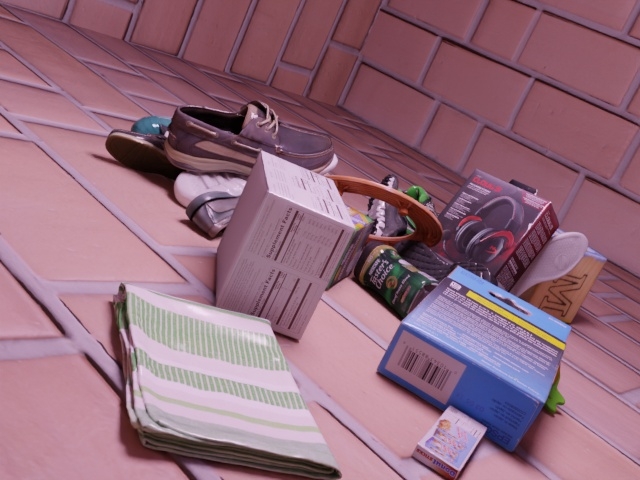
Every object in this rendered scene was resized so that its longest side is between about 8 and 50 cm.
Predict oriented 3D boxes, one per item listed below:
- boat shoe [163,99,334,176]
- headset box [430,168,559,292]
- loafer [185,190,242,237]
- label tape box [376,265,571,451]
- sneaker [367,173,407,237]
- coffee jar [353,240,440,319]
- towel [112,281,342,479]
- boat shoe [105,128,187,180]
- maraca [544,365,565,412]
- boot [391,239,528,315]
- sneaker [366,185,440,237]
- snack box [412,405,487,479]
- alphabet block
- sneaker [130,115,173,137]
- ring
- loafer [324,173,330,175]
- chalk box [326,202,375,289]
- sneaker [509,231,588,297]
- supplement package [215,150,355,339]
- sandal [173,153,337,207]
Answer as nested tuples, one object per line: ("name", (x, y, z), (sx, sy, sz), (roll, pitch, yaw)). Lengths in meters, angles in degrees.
("boat shoe", (-0.138, -0.209, 1.620), (0.355, 0.130, 0.132), (1, 40, -15))
("headset box", (0.386, -0.016, 1.823), (0.218, 0.293, 0.110), (33, -12, 39))
("loafer", (-0.150, -0.046, 1.568), (0.267, 0.096, 0.084), (-9, 56, -53))
("label tape box", (0.269, 0.182, 1.323), (0.240, 0.106, 0.333), (30, 23, 15))
("sneaker", (0.170, -0.059, 1.964), (0.106, 0.078, 0.234), (32, 49, -19))
("coffee jar", (0.147, 0.077, 1.564), (0.079, 0.096, 0.184), (11, 20, -43))
("towel", (-0.128, 0.161, 0.973), (0.247, 0.038, 0.325), (18, 16, -26))
("boat shoe", (-0.346, -0.187, 1.672), (0.223, 0.080, 0.074), (19, 46, -30))
("maraca", (0.382, 0.229, 1.437), (0.127, 0.099, 0.186), (12, 43, -14))
("boot", (0.287, 0.118, 1.651), (0.222, 0.118, 0.338), (36, -6, -34))
("sneaker", (0.280, -0.059, 2.131), (0.343, 0.146, 0.134), (13, 19, -40))
("snack box", (0.182, 0.276, 1.095), (0.064, 0.022, 0.178), (31, 16, 18))
("alphabet block", (0.579, 0.075, 2.051), (0.193, 0.197, 0.192), (15, 17, -32))
("sneaker", (-0.278, -0.194, 1.785), (0.302, 0.108, 0.121), (20, 12, -23))
("ring", (0.098, -0.045, 1.714), (0.336, 0.032, 0.337), (15, -20, 6))
("loafer", (-0.068, -0.181, 2.081), (0.268, 0.102, 0.092), (28, 21, 12))
("chalk box", (0.000, 0.000, 1.525), (0.132, 0.133, 0.213), (29, 14, 12))
("sneaker", (0.487, 0.053, 1.901), (0.105, 0.295, 0.147), (60, -2, -17))
("supplement package", (-0.068, -0.001, 1.284), (0.145, 0.204, 0.262), (22, 16, -13))
("sandal", (-0.144, -0.134, 1.722), (0.416, 0.102, 0.169), (-19, 47, -38))
